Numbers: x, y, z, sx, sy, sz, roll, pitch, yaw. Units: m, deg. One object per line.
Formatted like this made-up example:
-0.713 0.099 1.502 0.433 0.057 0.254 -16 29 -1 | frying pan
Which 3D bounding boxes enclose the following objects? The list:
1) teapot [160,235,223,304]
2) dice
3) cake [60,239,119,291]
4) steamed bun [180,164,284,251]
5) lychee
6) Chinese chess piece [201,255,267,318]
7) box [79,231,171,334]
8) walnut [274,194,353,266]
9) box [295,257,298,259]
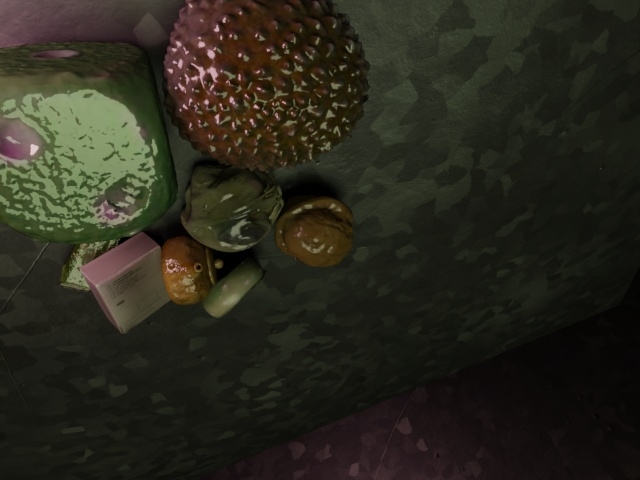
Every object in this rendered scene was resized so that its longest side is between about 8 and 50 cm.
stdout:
-0.376 0.083 1.263 0.166 0.204 0.311 -11 180 -12 | teapot
-0.470 -0.200 0.837 0.318 0.322 0.331 -11 126 -17 | dice
-0.668 0.023 1.231 0.100 0.099 0.235 22 101 -37 | cake
-0.242 -0.067 1.185 0.267 0.207 0.280 9 132 -29 | steamed bun
-0.116 -0.325 0.836 0.431 0.380 0.381 19 137 15 | lychee
-0.287 0.152 1.381 0.237 0.238 0.092 -41 94 20 | Chinese chess piece
-0.566 0.132 1.266 0.203 0.106 0.252 -39 149 -33 | box
-0.020 -0.034 1.295 0.256 0.225 0.257 -14 138 -13 | walnut
0.000 0.000 1.477 0.218 0.040 0.055 -24 140 3 | box
